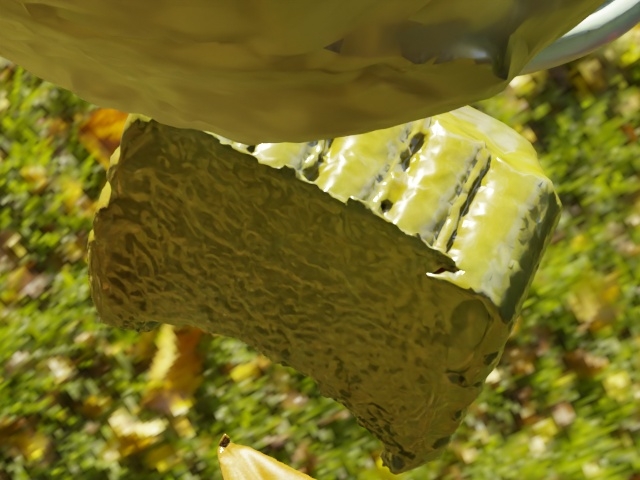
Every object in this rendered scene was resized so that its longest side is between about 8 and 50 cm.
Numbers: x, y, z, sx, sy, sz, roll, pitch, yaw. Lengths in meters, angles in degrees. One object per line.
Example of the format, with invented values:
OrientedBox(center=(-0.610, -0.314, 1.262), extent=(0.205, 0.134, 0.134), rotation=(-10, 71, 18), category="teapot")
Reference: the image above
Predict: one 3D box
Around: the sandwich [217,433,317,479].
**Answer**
OrientedBox(center=(-0.010, 0.166, 0.767), extent=(0.113, 0.163, 0.079), rotation=(-47, 135, -20), category="sandwich")

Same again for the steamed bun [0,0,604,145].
OrientedBox(center=(-0.101, -0.168, 0.374), extent=(0.230, 0.372, 0.325), rotation=(-69, 157, -6), category="steamed bun")

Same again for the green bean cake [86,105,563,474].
OrientedBox(center=(0.000, 0.000, 1.044), extent=(0.236, 0.233, 0.124), rotation=(27, 56, 3), category="green bean cake")

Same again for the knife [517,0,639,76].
OrientedBox(center=(0.121, -0.138, 0.679), extent=(0.343, 0.061, 0.027), rotation=(-55, 147, -49), category="knife")
